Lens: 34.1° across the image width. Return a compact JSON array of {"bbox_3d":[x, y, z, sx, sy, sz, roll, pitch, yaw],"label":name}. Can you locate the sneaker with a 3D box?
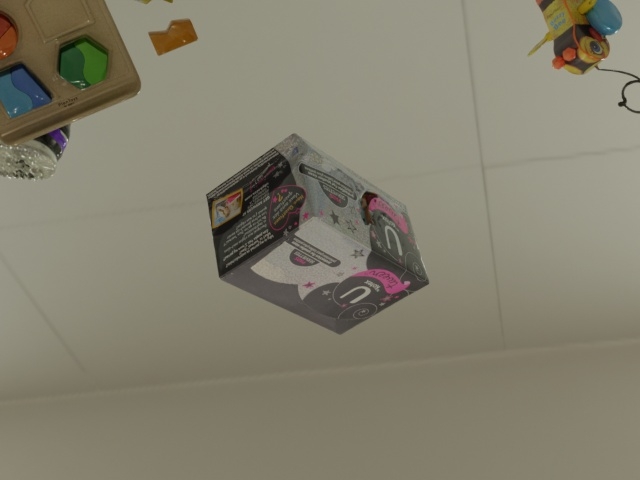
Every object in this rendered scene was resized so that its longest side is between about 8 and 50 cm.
[{"bbox_3d":[-0.531,-0.187,1.688,0.294,0.102,0.146,10,-122,14],"label":"sneaker"}]

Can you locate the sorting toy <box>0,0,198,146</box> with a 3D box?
[{"bbox_3d":[-0.332,-0.276,1.391,0.307,0.229,0.041,-23,-149,-4],"label":"sorting toy"}]

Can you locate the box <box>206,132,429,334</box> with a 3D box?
[{"bbox_3d":[0.000,0.000,1.351,0.163,0.247,0.142,-32,-128,26],"label":"box"}]

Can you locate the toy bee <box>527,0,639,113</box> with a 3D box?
[{"bbox_3d":[0.438,-0.351,1.747,0.162,0.195,0.298,-18,-126,-40],"label":"toy bee"}]
